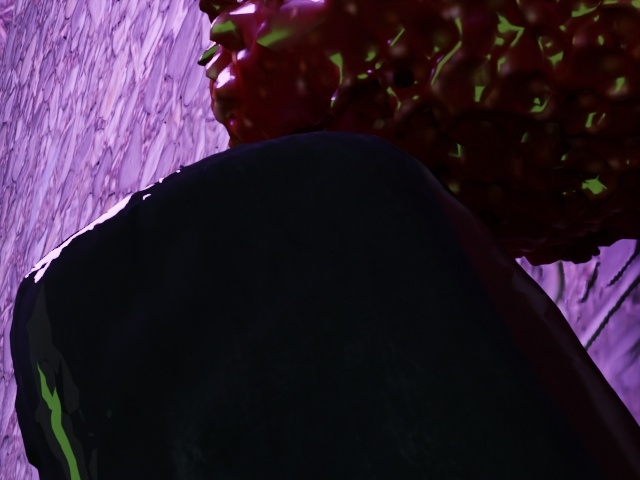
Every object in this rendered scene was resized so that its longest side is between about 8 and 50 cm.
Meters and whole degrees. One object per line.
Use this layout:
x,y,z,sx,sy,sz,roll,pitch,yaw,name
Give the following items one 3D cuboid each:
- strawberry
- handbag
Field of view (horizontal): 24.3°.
0.064,-0.042,0.516,0.286,0.188,0.106,4,93,61,strawberry
0.023,0.105,0.458,0.254,0.181,0.181,59,175,34,handbag
